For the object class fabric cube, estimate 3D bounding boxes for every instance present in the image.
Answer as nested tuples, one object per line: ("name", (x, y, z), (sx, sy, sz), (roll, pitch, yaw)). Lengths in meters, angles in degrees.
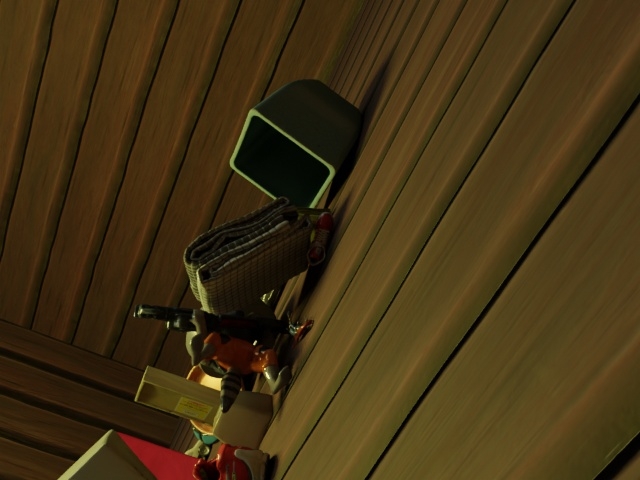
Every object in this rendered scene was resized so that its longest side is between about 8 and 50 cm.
("fabric cube", (-0.462, 0.678, 1.987), (0.254, 0.258, 0.259), (109, 179, -63))

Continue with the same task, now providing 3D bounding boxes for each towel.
("towel", (-0.161, 0.034, 1.701), (0.284, 0.121, 0.235), (-31, -22, -17))
("towel", (-0.055, -0.027, 1.864), (0.237, 0.102, 0.021), (128, 145, -62))

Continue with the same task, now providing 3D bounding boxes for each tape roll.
("tape roll", (-0.215, 0.228, 1.856), (0.072, 0.219, 0.219), (40, 113, 39))

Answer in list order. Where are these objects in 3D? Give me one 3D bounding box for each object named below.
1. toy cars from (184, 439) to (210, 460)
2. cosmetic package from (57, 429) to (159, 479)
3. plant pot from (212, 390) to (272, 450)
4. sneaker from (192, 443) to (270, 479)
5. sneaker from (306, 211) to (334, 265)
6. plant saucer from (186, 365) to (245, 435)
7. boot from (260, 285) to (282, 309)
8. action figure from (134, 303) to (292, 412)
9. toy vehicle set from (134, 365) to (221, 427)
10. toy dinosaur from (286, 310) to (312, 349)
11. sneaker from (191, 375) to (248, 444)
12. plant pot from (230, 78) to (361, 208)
("toy cars", (-0.352, 0.579, 2.257), (0.176, 0.087, 0.393), (-94, 27, -73))
("cosmetic package", (-0.430, 0.614, 1.503), (0.327, 0.329, 0.394), (-43, 2, -17))
("plant pot", (-0.164, 0.368, 1.566), (0.109, 0.096, 0.109), (-116, 49, -78))
("sneaker", (-0.181, 0.444, 1.399), (0.107, 0.118, 0.279), (-76, 11, -46))
("sneaker", (0.000, 0.000, 1.652), (0.067, 0.042, 0.118), (-80, 6, -70))
("plant saucer", (-0.271, 0.404, 1.983), (0.037, 0.200, 0.200), (12, -77, -57))
("boot", (-0.147, 0.123, 2.167), (0.190, 0.076, 0.208), (-152, 77, -68))
("action figure", (-0.227, 0.233, 1.594), (0.330, 0.341, 0.178), (-178, 96, -80))
("toy vehicle set", (-0.291, 0.376, 1.767), (0.166, 0.267, 0.035), (126, 163, -56))
("toy dinosaur", (-0.036, 0.177, 1.514), (0.082, 0.047, 0.090), (-164, 62, -72))
("sneaker", (-0.245, 0.392, 2.082), (0.340, 0.125, 0.140), (-70, -19, 4))
("plant pot", (-0.036, -0.255, 1.914), (0.252, 0.248, 0.247), (-52, -2, -34))
